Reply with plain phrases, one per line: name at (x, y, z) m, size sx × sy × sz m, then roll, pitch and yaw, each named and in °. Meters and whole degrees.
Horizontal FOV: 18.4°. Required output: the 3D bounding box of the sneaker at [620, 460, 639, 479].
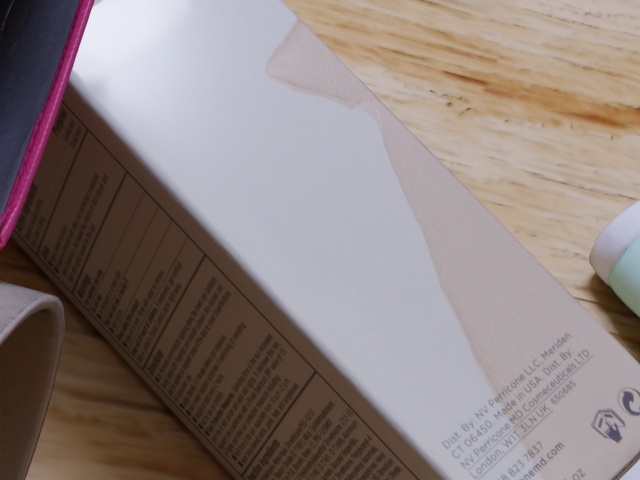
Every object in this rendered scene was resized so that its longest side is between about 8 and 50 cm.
sneaker at (0.131, 0.202, 0.896) m, size 0.145 × 0.090 × 0.270 m, roll 12°, pitch 52°, yaw -27°

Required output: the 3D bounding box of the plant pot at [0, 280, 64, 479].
plant pot at (-0.262, 0.082, 0.661) m, size 0.274 × 0.256 × 0.256 m, roll 24°, pitch 44°, yaw 2°

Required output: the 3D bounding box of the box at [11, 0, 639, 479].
box at (-0.005, 0.026, 0.907) m, size 0.311 × 0.148 × 0.121 m, roll 47°, pitch 56°, yaw 8°

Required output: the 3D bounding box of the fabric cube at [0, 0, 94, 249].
fabric cube at (-0.229, -0.141, 0.738) m, size 0.259 × 0.258 × 0.254 m, roll 22°, pitch 77°, yaw -22°

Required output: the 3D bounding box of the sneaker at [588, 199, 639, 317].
sneaker at (0.292, 0.025, 1.141) m, size 0.256 × 0.094 × 0.151 m, roll -18°, pitch 59°, yaw -30°
